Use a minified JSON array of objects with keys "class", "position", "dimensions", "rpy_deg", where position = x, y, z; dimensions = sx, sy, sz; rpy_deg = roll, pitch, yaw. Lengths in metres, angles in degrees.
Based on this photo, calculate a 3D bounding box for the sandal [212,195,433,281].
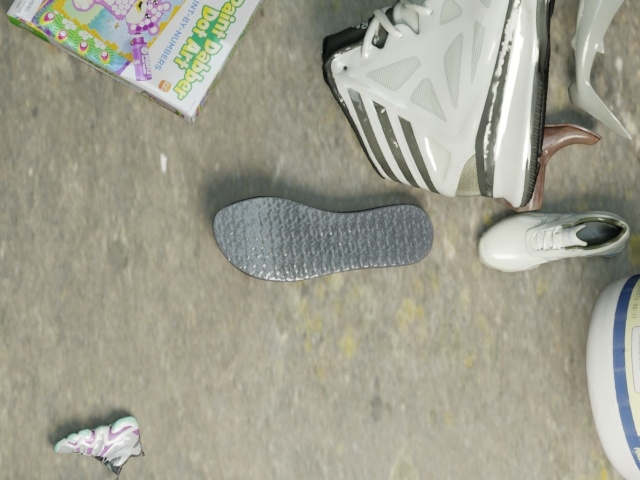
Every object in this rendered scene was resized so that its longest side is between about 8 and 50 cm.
[{"class":"sandal","position":[0.000,0.001,1.911],"dimensions":[0.255,0.054,0.097],"rpy_deg":[3,90,-12]}]

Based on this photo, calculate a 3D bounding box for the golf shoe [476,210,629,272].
[{"class":"golf shoe","position":[0.266,-0.006,1.901],"dimensions":[0.176,0.086,0.069],"rpy_deg":[-10,85,-2]}]

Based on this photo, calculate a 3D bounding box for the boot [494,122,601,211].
[{"class":"boot","position":[0.263,-0.081,1.934],"dimensions":[0.106,0.037,0.114],"rpy_deg":[10,79,12]}]

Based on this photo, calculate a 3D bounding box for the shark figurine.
[{"class":"shark figurine","position":[0.347,-0.271,1.886],"dimensions":[0.116,0.166,0.278],"rpy_deg":[14,77,28]}]

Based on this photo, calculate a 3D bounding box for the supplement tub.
[{"class":"supplement tub","position":[0.468,0.134,1.757],"dimensions":[0.325,0.235,0.235],"rpy_deg":[-9,82,29]}]

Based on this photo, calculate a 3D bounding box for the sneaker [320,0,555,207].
[{"class":"sneaker","position":[0.128,-0.265,1.836],"dimensions":[0.258,0.169,0.447],"rpy_deg":[6,103,10]}]

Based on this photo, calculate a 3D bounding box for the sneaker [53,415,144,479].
[{"class":"sneaker","position":[-0.245,0.242,1.870],"dimensions":[0.098,0.038,0.069],"rpy_deg":[-17,83,-4]}]

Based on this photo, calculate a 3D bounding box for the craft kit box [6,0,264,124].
[{"class":"craft kit box","position":[-0.194,-0.301,1.936],"dimensions":[0.247,0.061,0.250],"rpy_deg":[29,82,-2]}]
